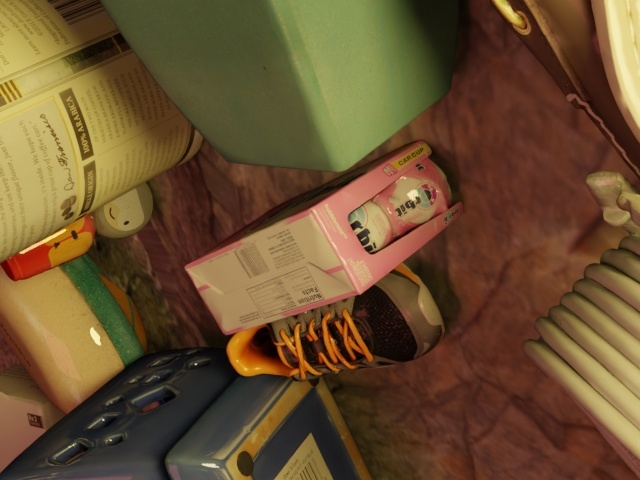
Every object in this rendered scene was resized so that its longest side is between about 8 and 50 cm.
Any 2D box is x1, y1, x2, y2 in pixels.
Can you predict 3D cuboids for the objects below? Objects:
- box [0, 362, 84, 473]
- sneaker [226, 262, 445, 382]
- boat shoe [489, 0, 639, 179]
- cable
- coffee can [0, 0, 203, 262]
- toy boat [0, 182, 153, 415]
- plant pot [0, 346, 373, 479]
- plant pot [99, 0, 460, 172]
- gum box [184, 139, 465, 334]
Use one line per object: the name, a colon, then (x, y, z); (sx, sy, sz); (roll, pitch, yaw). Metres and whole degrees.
box: (-0.323, 0.249, 1.210); (0.181, 0.119, 0.182); (1, 106, 43)
sneaker: (0.009, 0.072, 0.751); (0.215, 0.083, 0.084); (-18, 102, 52)
boat shoe: (0.122, -0.132, 0.433); (0.324, 0.116, 0.096); (55, 164, -10)
cable: (0.203, 0.113, 0.443); (0.257, 0.089, 0.257); (45, -174, -49)
coffee can: (-0.254, -0.090, 0.758); (0.201, 0.275, 0.202); (30, 137, 32)
toy boat: (-0.243, 0.047, 0.996); (0.267, 0.148, 0.318); (50, 152, 16)
plant pot: (-0.089, 0.226, 0.845); (0.212, 0.236, 0.236); (-17, 104, 31)
plant pot: (-0.026, -0.164, 0.537); (0.165, 0.165, 0.234); (9, 128, 46)
gum box: (0.000, 0.000, 0.680); (0.188, 0.107, 0.062); (-21, 101, 54)
